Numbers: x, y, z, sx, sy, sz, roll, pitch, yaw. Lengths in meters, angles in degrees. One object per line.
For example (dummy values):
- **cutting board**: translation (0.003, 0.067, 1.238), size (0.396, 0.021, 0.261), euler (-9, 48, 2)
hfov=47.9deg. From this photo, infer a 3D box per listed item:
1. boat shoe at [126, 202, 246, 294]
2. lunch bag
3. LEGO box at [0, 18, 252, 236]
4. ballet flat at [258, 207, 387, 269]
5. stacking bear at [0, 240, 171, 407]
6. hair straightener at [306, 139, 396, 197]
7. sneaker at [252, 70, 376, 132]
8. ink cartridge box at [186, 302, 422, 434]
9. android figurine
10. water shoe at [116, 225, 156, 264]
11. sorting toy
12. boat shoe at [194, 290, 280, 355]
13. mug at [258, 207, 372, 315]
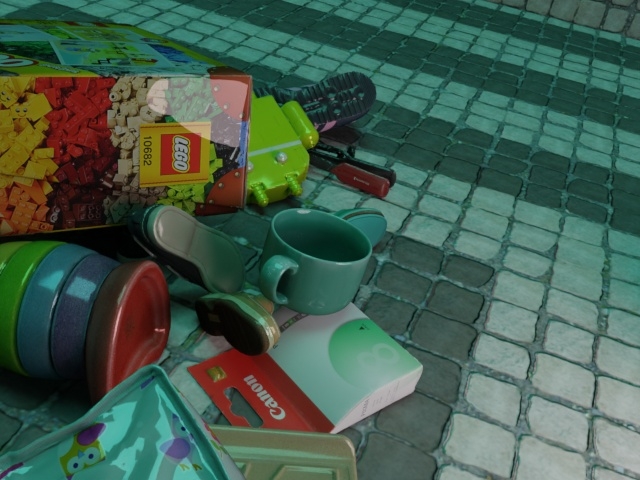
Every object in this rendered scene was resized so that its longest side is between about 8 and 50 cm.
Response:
- **boat shoe**: translation (-0.169, 0.014, 0.933), size (0.065, 0.206, 0.075), euler (5, 66, 32)
- **lunch bag**: translation (-0.094, 0.255, 0.505), size (0.160, 0.223, 0.262), euler (-32, 68, -21)
- **LEGO box**: translation (-0.374, -0.191, 1.035), size (0.372, 0.193, 0.500), euler (-8, 26, -31)
- **ballet flat**: translation (0.000, 0.000, 1.069), size (0.087, 0.083, 0.247), euler (23, 35, 32)
- **stacking bear**: translation (-0.337, 0.075, 0.811), size (0.289, 0.164, 0.175), euler (10, 34, 7)
- **hair straightener**: translation (0.032, -0.143, 1.323), size (0.230, 0.047, 0.089), euler (18, 34, 18)
- **sneaker**: translation (-0.054, -0.241, 1.405), size (0.319, 0.112, 0.131), euler (-10, -4, -9)
- **ink cartridge box**: translation (-0.019, 0.152, 0.870), size (0.225, 0.056, 0.181), euler (-17, 42, -36)
- **android figurine**: translation (-0.124, -0.165, 1.236), size (0.248, 0.056, 0.273), euler (-16, 58, -22)
- **water shoe**: translation (-0.238, -0.040, 1.059), size (0.073, 0.080, 0.203), euler (11, 34, -1)
- **sorting toy**: translation (-0.112, 0.278, 0.678), size (0.307, 0.041, 0.229), euler (6, 39, -6)
- **boat shoe**: translation (-0.087, 0.086, 0.867), size (0.072, 0.068, 0.190), euler (-20, 16, -27)
- **mug**: translation (-0.023, 0.033, 0.897), size (0.158, 0.097, 0.129), euler (1, 32, -28)
